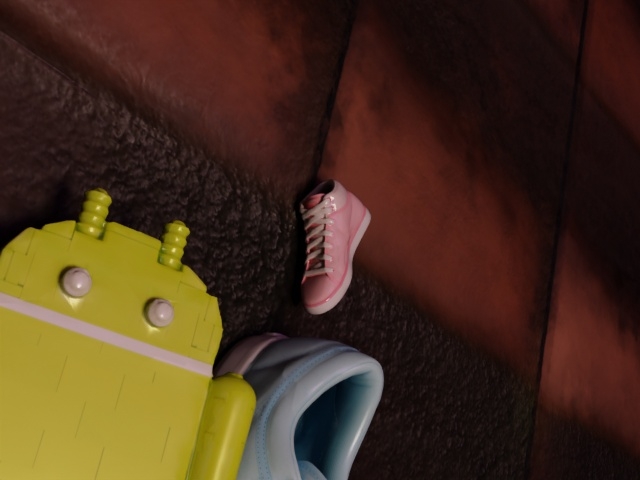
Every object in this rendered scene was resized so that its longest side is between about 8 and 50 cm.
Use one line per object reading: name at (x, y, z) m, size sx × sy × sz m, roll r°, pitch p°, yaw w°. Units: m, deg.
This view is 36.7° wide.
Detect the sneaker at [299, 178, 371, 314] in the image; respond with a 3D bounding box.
sneaker at (0.000, 0.000, 0.897) m, size 0.070 × 0.051 × 0.134 m, roll 50°, pitch 47°, yaw -33°

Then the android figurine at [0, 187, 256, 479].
android figurine at (-0.159, 0.100, 0.646) m, size 0.248 × 0.056 × 0.273 m, roll 25°, pitch 67°, yaw -25°

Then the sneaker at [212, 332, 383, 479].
sneaker at (-0.055, 0.221, 0.719) m, size 0.135 × 0.150 × 0.366 m, roll 46°, pitch 52°, yaw -36°
